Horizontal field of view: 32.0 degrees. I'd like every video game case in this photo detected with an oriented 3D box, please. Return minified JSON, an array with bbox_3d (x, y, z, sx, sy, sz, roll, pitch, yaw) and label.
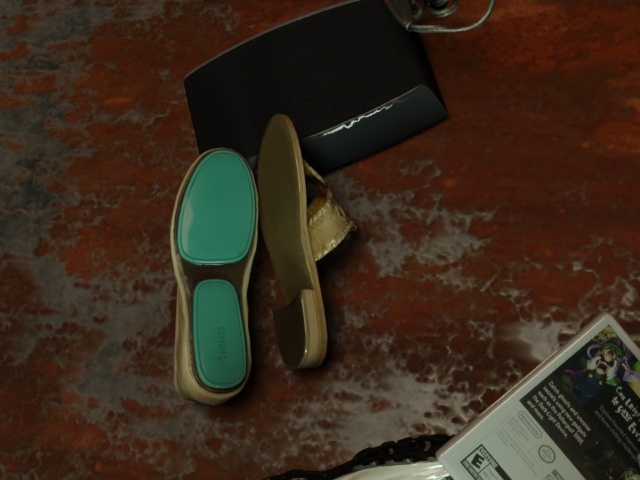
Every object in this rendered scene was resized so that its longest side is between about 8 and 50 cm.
[{"bbox_3d":[0.213,0.181,0.854,0.173,0.022,0.190,-40,90,-1],"label":"video game case"}]

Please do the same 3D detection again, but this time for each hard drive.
[{"bbox_3d":[-0.015,-0.151,1.133,0.255,0.054,0.172,-20,60,10],"label":"hard drive"}]

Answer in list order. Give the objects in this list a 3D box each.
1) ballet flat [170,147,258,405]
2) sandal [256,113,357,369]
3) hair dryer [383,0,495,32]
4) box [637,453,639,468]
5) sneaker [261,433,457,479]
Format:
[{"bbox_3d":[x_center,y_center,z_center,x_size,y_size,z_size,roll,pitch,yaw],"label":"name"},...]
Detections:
[{"bbox_3d":[-0.106,0.036,1.061,0.086,0.086,0.248,-5,68,18],"label":"ballet flat"},{"bbox_3d":[-0.003,0.002,1.055,0.088,0.079,0.240,-27,65,58],"label":"sandal"},{"bbox_3d":[0.063,-0.296,1.117,0.293,0.080,0.223,11,39,28],"label":"hair dryer"},{"bbox_3d":[0.296,0.198,0.799,0.102,0.087,0.101,-13,91,-2],"label":"box"},{"bbox_3d":[0.040,0.229,0.919,0.271,0.100,0.108,-18,87,7],"label":"sneaker"}]
